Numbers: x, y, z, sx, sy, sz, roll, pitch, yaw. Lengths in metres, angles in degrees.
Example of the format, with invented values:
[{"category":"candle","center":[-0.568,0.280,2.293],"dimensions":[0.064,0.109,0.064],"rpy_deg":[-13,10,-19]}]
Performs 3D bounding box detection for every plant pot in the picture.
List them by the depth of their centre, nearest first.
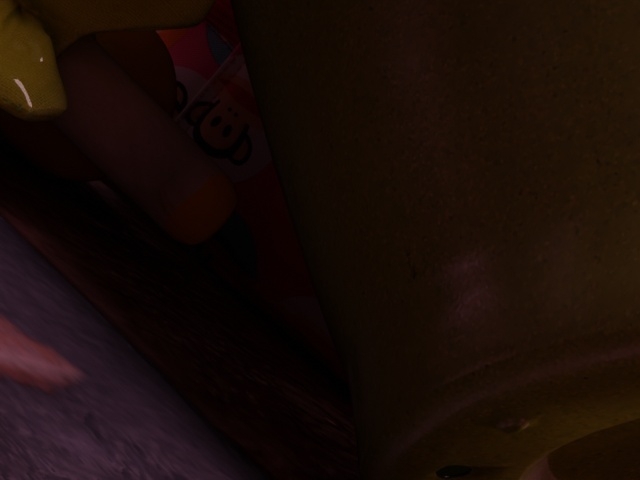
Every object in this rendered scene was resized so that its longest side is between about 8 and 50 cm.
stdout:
[{"category":"plant pot","center":[0.123,-0.070,0.692],"dimensions":[0.366,0.366,0.353],"rpy_deg":[33,47,-48]}]

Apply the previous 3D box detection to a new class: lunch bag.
[{"category":"lunch bag","center":[0.028,0.000,0.966],"dimensions":[0.293,0.120,0.258],"rpy_deg":[43,3,17]}]

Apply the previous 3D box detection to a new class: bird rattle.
[{"category":"bird rattle","center":[-0.130,-0.082,0.774],"dimensions":[0.207,0.143,0.253],"rpy_deg":[49,-13,-27]}]
